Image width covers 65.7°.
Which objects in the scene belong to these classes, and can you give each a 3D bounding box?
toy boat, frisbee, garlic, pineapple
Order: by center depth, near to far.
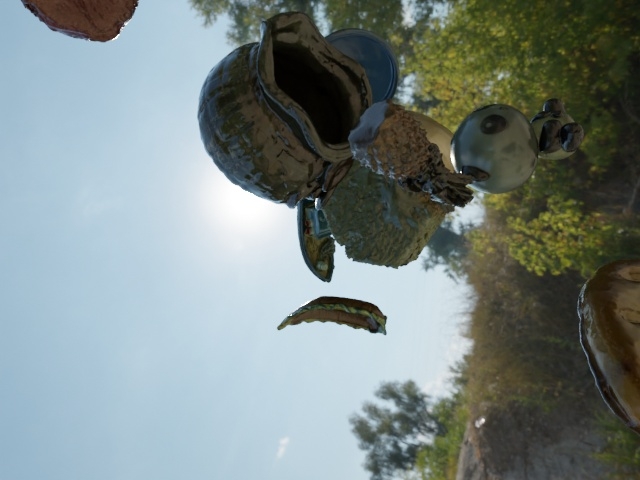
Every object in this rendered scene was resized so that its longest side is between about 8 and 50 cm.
[{"bbox_3d":[0.105,-0.079,0.524,0.159,0.074,0.074,32,-112,-31],"label":"pineapple"},{"bbox_3d":[0.033,0.200,1.323,0.109,0.292,0.099,91,-178,-58],"label":"toy boat"},{"bbox_3d":[0.000,0.000,1.335,0.109,0.098,0.238,-18,-72,-34],"label":"toy boat"},{"bbox_3d":[0.081,-0.466,1.414,0.290,0.289,0.049,74,-172,-45],"label":"frisbee"},{"bbox_3d":[0.292,-0.251,1.444,0.313,0.249,0.286,64,-150,-9],"label":"garlic"}]

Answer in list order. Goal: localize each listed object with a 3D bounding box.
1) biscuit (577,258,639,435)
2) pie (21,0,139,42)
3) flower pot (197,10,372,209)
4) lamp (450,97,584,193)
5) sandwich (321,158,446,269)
[{"bbox_3d":[0.348,0.096,0.521,0.299,0.154,0.045,-50,-11,-52],"label":"biscuit"},{"bbox_3d":[-0.303,-0.323,0.625,0.153,0.038,0.154,-19,-39,-16],"label":"pie"},{"bbox_3d":[-0.044,-0.203,0.842,0.301,0.213,0.302,25,-129,-35],"label":"flower pot"},{"bbox_3d":[0.392,-0.197,1.020,0.197,0.243,0.198,-16,-90,-76],"label":"lamp"},{"bbox_3d":[0.138,-0.086,1.185,0.326,0.262,0.131,62,-156,2],"label":"sandwich"}]
